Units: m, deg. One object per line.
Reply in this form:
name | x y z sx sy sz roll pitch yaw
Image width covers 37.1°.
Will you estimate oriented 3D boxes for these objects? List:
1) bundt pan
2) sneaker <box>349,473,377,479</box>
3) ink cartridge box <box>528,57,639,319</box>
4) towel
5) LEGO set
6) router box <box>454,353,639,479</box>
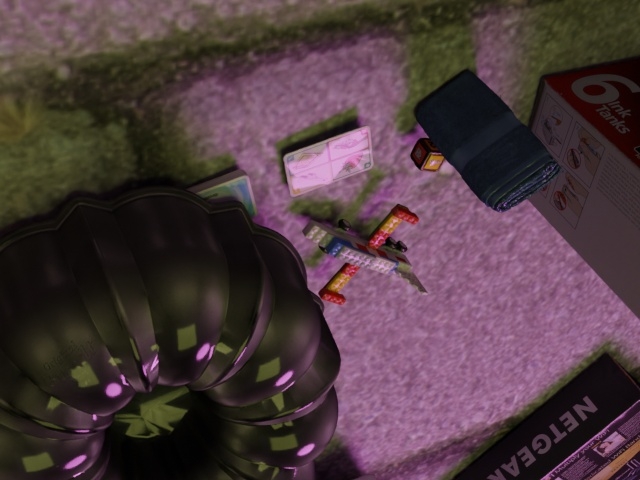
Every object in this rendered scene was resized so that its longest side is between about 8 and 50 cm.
bundt pan | -0.126 0.133 0.727 0.330 0.124 0.331 -11 119 -20
sneaker | -0.016 0.405 1.164 0.236 0.130 0.323 -20 142 -4
ink cartridge box | 0.373 -0.033 0.830 0.271 0.309 0.130 -15 137 -22
towel | 0.133 -0.079 0.772 0.067 0.119 0.029 -34 150 0
LEGO set | 0.000 0.000 0.807 0.244 0.060 0.182 -21 139 -10
router box | 0.346 0.318 1.340 0.309 0.081 0.243 -42 140 10
